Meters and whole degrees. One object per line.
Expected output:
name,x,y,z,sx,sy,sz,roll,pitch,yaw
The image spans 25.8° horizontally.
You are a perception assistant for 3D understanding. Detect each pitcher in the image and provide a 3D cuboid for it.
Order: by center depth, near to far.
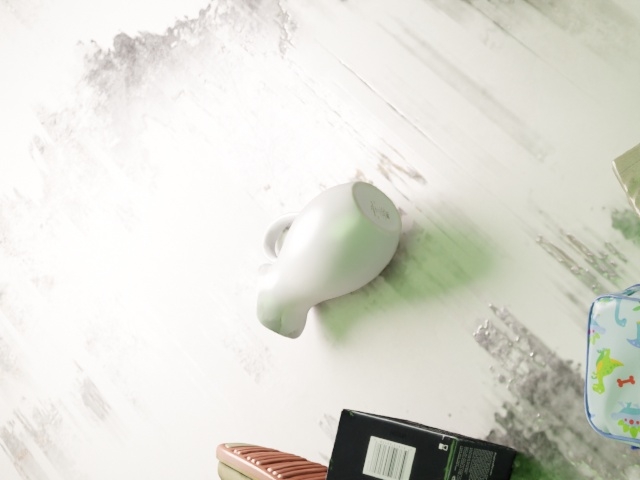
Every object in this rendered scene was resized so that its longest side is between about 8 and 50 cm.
pitcher,0.000,0.000,1.783,0.207,0.125,0.178,-43,44,31

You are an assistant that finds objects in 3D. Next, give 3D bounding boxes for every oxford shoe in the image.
oxford shoe,0.006,0.373,1.681,0.397,0.140,0.146,29,103,36

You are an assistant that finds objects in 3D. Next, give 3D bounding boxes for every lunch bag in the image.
lunch bag,0.388,0.142,1.482,0.219,0.090,0.176,6,99,43

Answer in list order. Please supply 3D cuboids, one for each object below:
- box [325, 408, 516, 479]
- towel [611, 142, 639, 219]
box,0.117,0.261,1.616,0.156,0.158,0.093,11,85,35
towel,0.513,-0.044,1.500,0.312,0.056,0.324,-37,65,25
